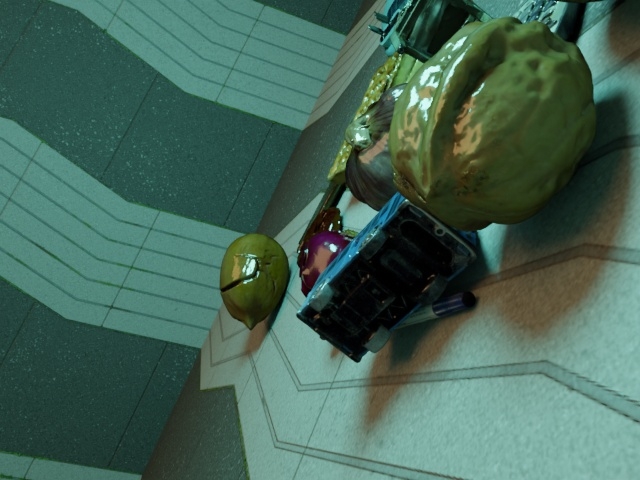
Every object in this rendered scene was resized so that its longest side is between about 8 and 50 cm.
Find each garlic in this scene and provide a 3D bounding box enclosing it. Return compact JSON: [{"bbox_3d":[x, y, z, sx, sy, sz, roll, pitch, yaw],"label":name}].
[{"bbox_3d":[0.119,-0.169,0.987,0.245,0.160,0.245,-59,12,20],"label":"garlic"}]

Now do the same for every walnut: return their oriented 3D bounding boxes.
[{"bbox_3d":[-0.189,0.114,1.640,0.203,0.203,0.298,130,145,-49],"label":"walnut"},{"bbox_3d":[0.172,-0.117,0.580,0.245,0.198,0.198,-50,5,-25],"label":"walnut"}]

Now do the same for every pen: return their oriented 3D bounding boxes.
[{"bbox_3d":[0.130,0.091,0.726,0.204,0.025,0.025,-37,29,63],"label":"pen"}]

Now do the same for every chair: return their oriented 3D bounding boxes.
[{"bbox_3d":[0.225,-0.425,1.114,0.136,0.147,0.270,-58,15,29],"label":"chair"}]

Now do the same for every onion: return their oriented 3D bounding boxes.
[{"bbox_3d":[0.016,0.072,0.983,0.198,0.135,0.173,-65,9,1],"label":"onion"}]

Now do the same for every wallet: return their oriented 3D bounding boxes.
[{"bbox_3d":[0.005,-0.077,1.581,0.243,0.039,0.133,-63,6,8],"label":"wallet"}]

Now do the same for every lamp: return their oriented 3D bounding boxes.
[{"bbox_3d":[0.223,-0.563,1.395,0.284,0.147,0.209,-61,7,-30],"label":"lamp"}]

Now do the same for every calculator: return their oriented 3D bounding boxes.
[{"bbox_3d":[0.286,-0.274,0.791,0.268,0.040,0.177,-68,13,-21],"label":"calculator"}]

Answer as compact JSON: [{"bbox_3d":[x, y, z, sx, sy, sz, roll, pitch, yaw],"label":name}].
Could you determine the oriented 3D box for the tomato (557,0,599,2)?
[{"bbox_3d":[0.283,-0.365,0.565,0.270,0.222,0.270,-24,57,44],"label":"tomato"}]

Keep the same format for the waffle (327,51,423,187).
[{"bbox_3d":[0.137,-0.273,1.303,0.308,0.091,0.213,-68,13,-12],"label":"waffle"}]

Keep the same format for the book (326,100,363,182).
[{"bbox_3d":[0.101,-0.328,1.720,0.215,0.025,0.283,-48,19,55],"label":"book"}]

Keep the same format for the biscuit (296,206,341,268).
[{"bbox_3d":[0.000,0.000,1.417,0.192,0.049,0.192,-53,22,32],"label":"biscuit"}]

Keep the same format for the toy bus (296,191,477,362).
[{"bbox_3d":[0.086,0.033,0.728,0.234,0.116,0.133,-48,5,33],"label":"toy bus"}]
